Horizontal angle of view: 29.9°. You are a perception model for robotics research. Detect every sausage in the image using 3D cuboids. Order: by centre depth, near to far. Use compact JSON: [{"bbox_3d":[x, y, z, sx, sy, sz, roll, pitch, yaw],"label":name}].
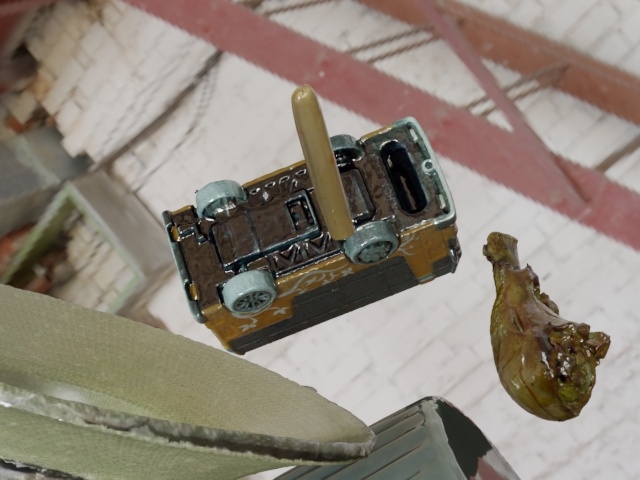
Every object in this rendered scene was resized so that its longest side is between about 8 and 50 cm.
[{"bbox_3d":[0.001,-0.059,0.915,0.024,0.132,0.024,-13,31,8],"label":"sausage"}]

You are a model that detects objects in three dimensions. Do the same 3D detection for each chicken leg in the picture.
[{"bbox_3d":[0.174,0.062,0.958,0.093,0.178,0.070,-17,-44,1],"label":"chicken leg"}]

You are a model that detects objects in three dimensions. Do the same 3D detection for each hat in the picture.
[{"bbox_3d":[-0.115,0.101,0.486,0.257,0.257,0.130,22,-95,-82],"label":"hat"}]

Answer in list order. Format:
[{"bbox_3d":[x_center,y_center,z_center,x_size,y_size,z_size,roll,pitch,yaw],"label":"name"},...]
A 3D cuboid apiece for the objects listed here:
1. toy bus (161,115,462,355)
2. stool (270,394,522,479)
[{"bbox_3d":[0.000,0.000,1.219,0.275,0.138,0.167,-22,-27,3],"label":"toy bus"},{"bbox_3d":[0.004,0.284,0.744,0.330,0.297,0.297,-36,-6,9],"label":"stool"}]
